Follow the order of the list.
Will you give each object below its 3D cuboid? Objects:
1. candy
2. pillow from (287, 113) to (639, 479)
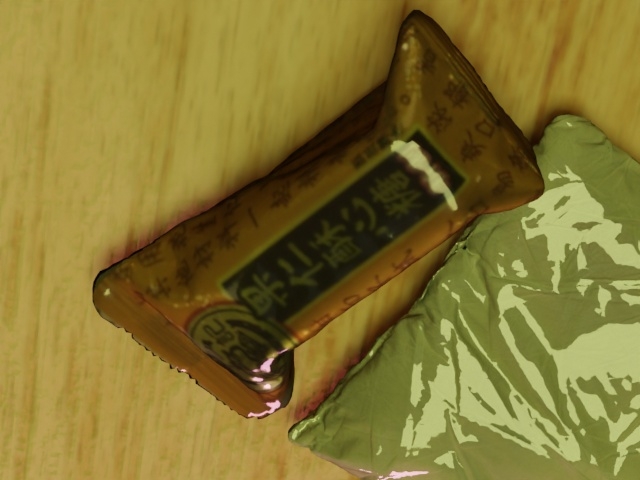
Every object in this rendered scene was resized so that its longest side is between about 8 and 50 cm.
[{"bbox_3d":[0.000,0.000,0.851,0.271,0.101,0.143,-39,105,19],"label":"candy"},{"bbox_3d":[0.169,0.102,0.917,0.274,0.076,0.281,35,107,-15],"label":"pillow"}]
